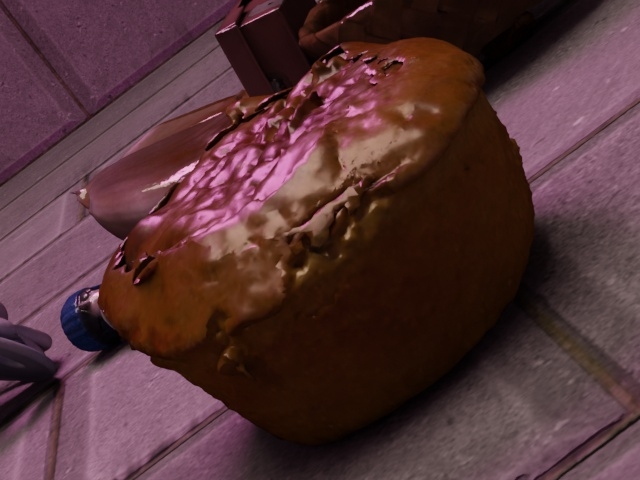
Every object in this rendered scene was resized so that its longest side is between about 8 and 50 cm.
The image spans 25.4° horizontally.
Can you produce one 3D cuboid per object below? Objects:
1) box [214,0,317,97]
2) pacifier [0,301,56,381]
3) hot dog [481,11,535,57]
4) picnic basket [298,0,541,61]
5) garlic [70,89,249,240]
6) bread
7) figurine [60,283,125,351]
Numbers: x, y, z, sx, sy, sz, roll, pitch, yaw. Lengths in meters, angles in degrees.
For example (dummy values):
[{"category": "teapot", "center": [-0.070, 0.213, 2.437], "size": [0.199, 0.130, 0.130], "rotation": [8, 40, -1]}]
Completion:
[{"category": "box", "center": [-0.030, -0.212, 1.755], "size": [0.086, 0.215, 0.215], "rotation": [-24, 19, 15]}, {"category": "pacifier", "center": [-0.455, 0.180, 1.669], "size": [0.299, 0.244, 0.233], "rotation": [-1, 65, 29]}, {"category": "hot dog", "center": [0.213, -0.237, 1.624], "size": [0.058, 0.035, 0.083], "rotation": [-43, 16, -24]}, {"category": "picnic basket", "center": [0.084, -0.350, 1.583], "size": [0.337, 0.337, 0.293], "rotation": [-38, 17, -3]}, {"category": "garlic", "center": [-0.169, -0.086, 1.849], "size": [0.325, 0.132, 0.279], "rotation": [-32, 15, 10]}, {"category": "bread", "center": [0.000, -0.001, 1.098], "size": [0.337, 0.204, 0.358], "rotation": [-35, 19, -3]}, {"category": "figurine", "center": [-0.227, 0.085, 1.604], "size": [0.149, 0.086, 0.087], "rotation": [-4, 59, 45]}]
